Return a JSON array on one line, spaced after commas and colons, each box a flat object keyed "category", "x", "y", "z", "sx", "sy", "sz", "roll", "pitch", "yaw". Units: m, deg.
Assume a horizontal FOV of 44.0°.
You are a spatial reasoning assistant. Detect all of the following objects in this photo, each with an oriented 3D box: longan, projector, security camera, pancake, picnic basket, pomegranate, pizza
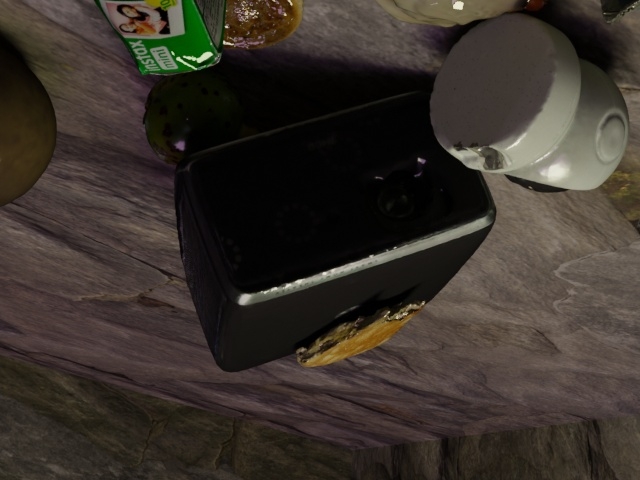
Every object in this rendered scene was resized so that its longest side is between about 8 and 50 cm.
[{"category": "longan", "x": -0.494, "y": -0.161, "z": 1.095, "sx": 0.258, "sy": 0.258, "sz": 0.258, "roll": 5, "pitch": 155, "yaw": 2}, {"category": "projector", "x": 0.000, "y": 0.000, "z": 1.175, "sx": 0.395, "sy": 0.242, "sz": 0.405, "roll": -19, "pitch": 161, "yaw": -15}, {"category": "security camera", "x": 0.276, "y": -0.154, "z": 0.991, "sx": 0.236, "sy": 0.194, "sz": 0.195, "roll": 18, "pitch": 153, "yaw": -41}, {"category": "pancake", "x": -0.098, "y": -0.286, "z": 0.974, "sx": 0.158, "sy": 0.028, "sz": 0.158, "roll": 4, "pitch": 152, "yaw": 2}, {"category": "picnic basket", "x": 0.330, "y": -0.273, "z": 0.866, "sx": 0.083, "sy": 0.065, "sz": 0.083, "roll": -1, "pitch": 164, "yaw": -26}, {"category": "pomegranate", "x": -0.161, "y": -0.170, "z": 1.095, "sx": 0.169, "sy": 0.143, "sz": 0.122, "roll": 16, "pitch": 154, "yaw": 2}, {"category": "pizza", "x": 0.058, "y": 0.138, "z": 1.191, "sx": 0.181, "sy": 0.034, "sz": 0.262, "roll": -14, "pitch": 162, "yaw": -26}]

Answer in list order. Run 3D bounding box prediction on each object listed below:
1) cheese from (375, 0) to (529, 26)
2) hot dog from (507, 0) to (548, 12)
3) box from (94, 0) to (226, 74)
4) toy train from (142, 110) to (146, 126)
[{"category": "cheese", "x": 0.127, "y": -0.304, "z": 0.565, "sx": 0.115, "sy": 0.326, "sz": 0.317, "roll": 18, "pitch": 109, "yaw": -12}, {"category": "hot dog", "x": 0.195, "y": -0.290, "z": 0.859, "sx": 0.169, "sy": 0.061, "sz": 0.078, "roll": 23, "pitch": 148, "yaw": -32}, {"category": "box", "x": -0.172, "y": -0.301, "z": 0.787, "sx": 0.103, "sy": 0.180, "sz": 0.250, "roll": -3, "pitch": 152, "yaw": 10}, {"category": "toy train", "x": -0.225, "y": -0.182, "z": 1.208, "sx": 0.093, "sy": 0.038, "sz": 0.056, "roll": -10, "pitch": 148, "yaw": 31}]
